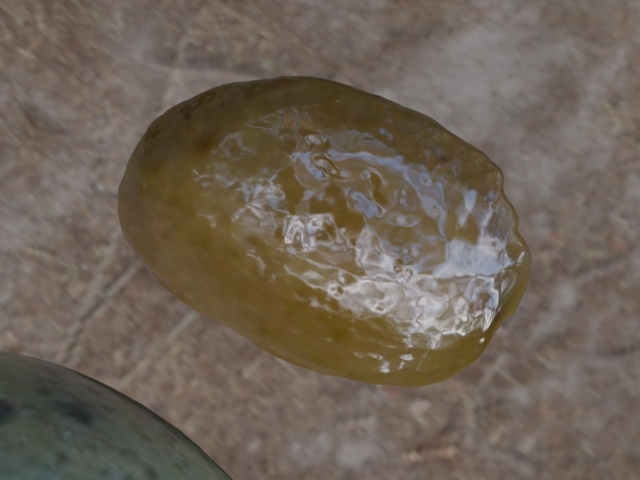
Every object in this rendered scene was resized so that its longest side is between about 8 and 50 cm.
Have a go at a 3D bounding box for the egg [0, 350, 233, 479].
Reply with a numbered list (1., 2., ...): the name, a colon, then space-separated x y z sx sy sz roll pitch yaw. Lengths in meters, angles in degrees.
1. egg: -0.073 0.108 0.511 0.141 0.181 0.141 -55 170 -14

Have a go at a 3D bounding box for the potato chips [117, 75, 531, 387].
1. potato chips: 0.000 0.000 0.963 0.201 0.049 0.150 24 120 -3
